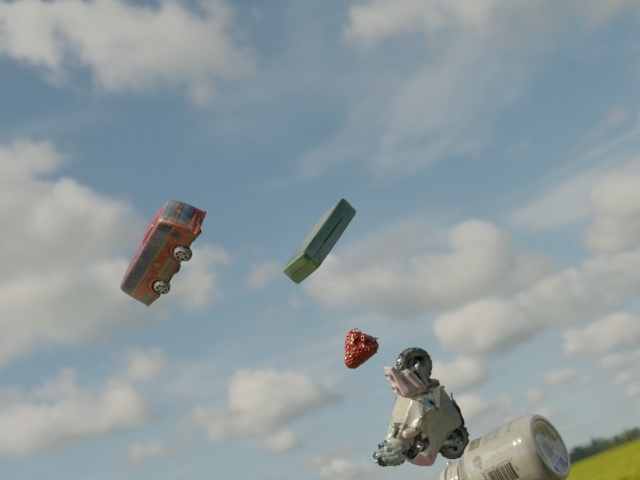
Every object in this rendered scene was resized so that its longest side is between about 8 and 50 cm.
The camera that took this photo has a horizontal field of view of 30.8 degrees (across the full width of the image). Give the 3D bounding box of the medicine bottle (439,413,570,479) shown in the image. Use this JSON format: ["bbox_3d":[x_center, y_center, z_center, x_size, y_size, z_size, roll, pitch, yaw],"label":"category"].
[{"bbox_3d":[0.323,0.407,2.073,0.215,0.135,0.135,-33,-19,30],"label":"medicine bottle"}]

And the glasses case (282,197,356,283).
[{"bbox_3d":[0.000,0.000,2.104,0.078,0.039,0.184,-41,10,43],"label":"glasses case"}]

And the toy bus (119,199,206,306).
[{"bbox_3d":[-0.238,0.020,1.750,0.077,0.065,0.192,27,-48,-10],"label":"toy bus"}]

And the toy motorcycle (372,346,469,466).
[{"bbox_3d":[0.171,0.346,2.221,0.204,0.239,0.108,-33,-2,-24],"label":"toy motorcycle"}]

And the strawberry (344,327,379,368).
[{"bbox_3d":[0.079,0.221,2.347,0.073,0.083,0.073,17,-2,1],"label":"strawberry"}]
